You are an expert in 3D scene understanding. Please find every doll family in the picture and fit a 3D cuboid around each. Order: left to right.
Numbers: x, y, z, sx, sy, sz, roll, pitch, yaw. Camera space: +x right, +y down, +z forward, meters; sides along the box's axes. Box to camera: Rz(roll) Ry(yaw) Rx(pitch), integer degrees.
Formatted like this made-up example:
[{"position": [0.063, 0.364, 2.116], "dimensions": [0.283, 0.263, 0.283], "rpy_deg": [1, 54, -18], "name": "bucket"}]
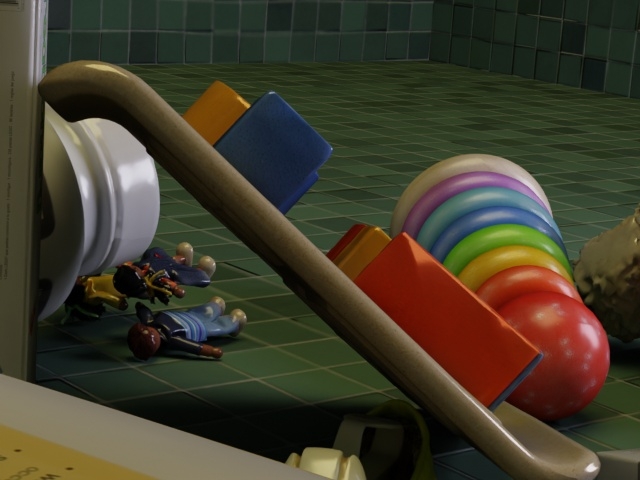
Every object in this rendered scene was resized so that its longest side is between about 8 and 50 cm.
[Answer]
[{"position": [-0.147, 0.038, 1.266], "dimensions": [0.193, 0.076, 0.111], "rpy_deg": [15, 11, 31], "name": "doll family"}]

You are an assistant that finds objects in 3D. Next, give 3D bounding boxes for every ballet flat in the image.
[{"position": [0.008, 0.136, 0.847], "dimensions": [0.077, 0.077, 0.231], "rpy_deg": [9, 13, 19], "name": "ballet flat"}]

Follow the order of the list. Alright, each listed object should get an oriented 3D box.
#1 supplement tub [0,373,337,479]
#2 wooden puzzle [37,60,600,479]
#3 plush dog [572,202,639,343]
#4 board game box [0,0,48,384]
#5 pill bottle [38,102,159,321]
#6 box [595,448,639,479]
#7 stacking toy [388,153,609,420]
[{"position": [-0.041, 0.161, 0.335], "dimensions": [0.331, 0.241, 0.241], "rpy_deg": [13, 15, 34], "name": "supplement tub"}, {"position": [0.000, 0.000, 0.966], "dimensions": [0.348, 0.080, 0.322], "rpy_deg": [39, -2, -6], "name": "wooden puzzle"}, {"position": [0.359, 0.031, 1.262], "dimensions": [0.225, 0.211, 0.262], "rpy_deg": [28, 2, -28], "name": "plush dog"}, {"position": [-0.254, -0.014, 0.916], "dimensions": [0.193, 0.305, 0.053], "rpy_deg": [4, 11, -4], "name": "board game box"}, {"position": [-0.272, -0.010, 1.108], "dimensions": [0.318, 0.176, 0.176], "rpy_deg": [-17, 23, -39], "name": "pill bottle"}, {"position": [0.264, 0.140, 0.915], "dimensions": [0.145, 0.038, 0.186], "rpy_deg": [-2, 1, -23], "name": "box"}, {"position": [0.143, 0.045, 1.243], "dimensions": [0.141, 0.141, 0.330], "rpy_deg": [2, 19, -7], "name": "stacking toy"}]
